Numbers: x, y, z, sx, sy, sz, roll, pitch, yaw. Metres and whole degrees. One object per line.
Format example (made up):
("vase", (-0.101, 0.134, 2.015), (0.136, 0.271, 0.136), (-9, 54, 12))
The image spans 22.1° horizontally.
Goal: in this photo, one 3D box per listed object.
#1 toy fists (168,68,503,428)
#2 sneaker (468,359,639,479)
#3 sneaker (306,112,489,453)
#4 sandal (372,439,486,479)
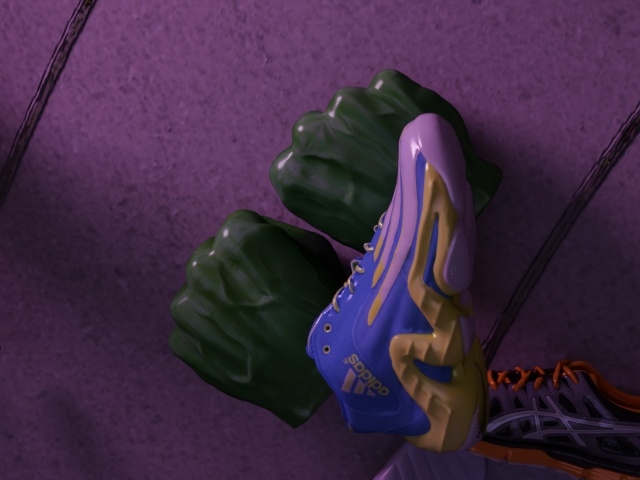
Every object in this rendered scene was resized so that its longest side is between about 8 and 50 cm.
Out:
("toy fists", (0.000, 0.000, 1.204), (0.142, 0.096, 0.279), (36, 108, -10))
("sneaker", (0.167, 0.124, 1.202), (0.214, 0.084, 0.083), (14, 103, 1))
("sneaker", (0.045, 0.035, 1.118), (0.126, 0.091, 0.240), (-4, 103, 11))
("sandal", (0.033, 0.252, 1.271), (0.102, 0.076, 0.265), (39, 88, -13))
